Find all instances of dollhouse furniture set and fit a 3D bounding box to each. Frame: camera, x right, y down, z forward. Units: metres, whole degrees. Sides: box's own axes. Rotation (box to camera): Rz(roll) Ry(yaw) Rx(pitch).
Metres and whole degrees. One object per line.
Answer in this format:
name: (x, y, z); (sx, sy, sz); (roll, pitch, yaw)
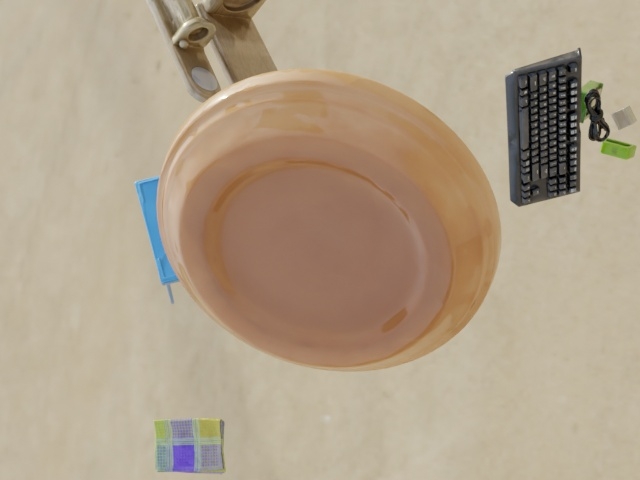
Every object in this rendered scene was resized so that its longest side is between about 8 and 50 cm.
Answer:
dollhouse furniture set: (-0.053, -0.186, 1.062); (0.151, 0.144, 0.123); (-46, 59, 38)
dollhouse furniture set: (0.340, -0.122, 1.422); (0.151, 0.058, 0.076); (18, 112, 21)

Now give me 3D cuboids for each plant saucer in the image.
plant saucer: (0.000, 0.000, 0.767); (0.200, 0.200, 0.037); (-57, 6, 36)

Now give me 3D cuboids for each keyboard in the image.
keyboard: (0.238, -0.110, 1.354); (0.180, 0.108, 0.023); (80, 170, -47)

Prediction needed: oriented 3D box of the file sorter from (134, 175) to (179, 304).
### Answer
file sorter: (-0.100, -0.012, 1.474); (0.104, 0.170, 0.118); (95, 159, -68)

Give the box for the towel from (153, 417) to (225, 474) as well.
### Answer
towel: (-0.141, 0.221, 1.471); (0.083, 0.009, 0.060); (-1, 88, 16)
